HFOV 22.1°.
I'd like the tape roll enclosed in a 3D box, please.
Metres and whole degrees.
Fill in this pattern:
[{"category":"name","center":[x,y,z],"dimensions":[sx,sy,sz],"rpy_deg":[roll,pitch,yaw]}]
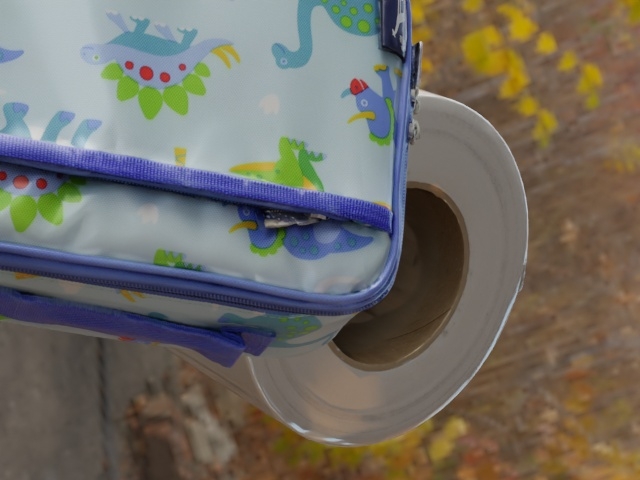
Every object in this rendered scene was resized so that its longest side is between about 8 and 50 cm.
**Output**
[{"category":"tape roll","center":[0.000,0.000,1.134],"dimensions":[0.169,0.246,0.246],"rpy_deg":[26,-26,49]}]

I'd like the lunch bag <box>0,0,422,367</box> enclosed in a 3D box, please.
[{"category":"lunch bag","center":[-0.073,-0.049,0.624],"dimensions":[0.090,0.219,0.176],"rpy_deg":[132,-33,-64]}]
